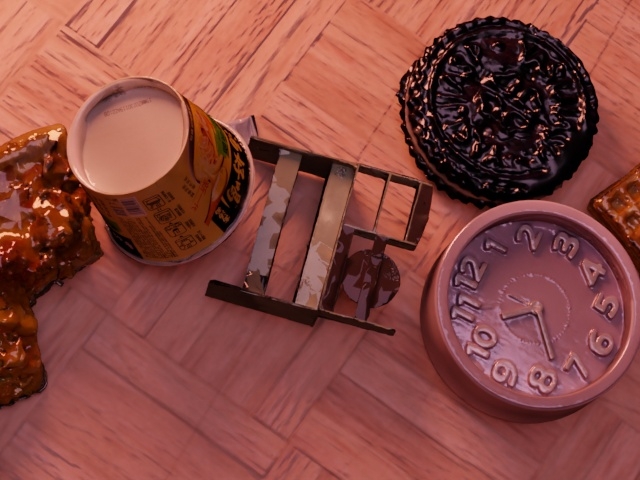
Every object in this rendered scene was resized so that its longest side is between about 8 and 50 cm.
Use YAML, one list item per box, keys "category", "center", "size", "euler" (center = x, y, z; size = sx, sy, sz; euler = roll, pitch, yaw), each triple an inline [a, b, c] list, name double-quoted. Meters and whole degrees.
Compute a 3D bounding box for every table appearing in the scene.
- category: "table"
  center: [0.000, 0.000, 1.570]
  size: [0.175, 0.062, 0.146]
  euler: [16, 72, -3]

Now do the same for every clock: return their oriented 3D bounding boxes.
- category: "clock"
  center: [0.193, 0.065, 1.579]
  size: [0.197, 0.068, 0.196]
  euler: [2, 74, -8]

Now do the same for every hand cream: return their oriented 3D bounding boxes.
- category: "hand cream"
  center: [-0.103, -0.095, 1.608]
  size: [0.093, 0.019, 0.030]
  euler: [-11, 74, -19]

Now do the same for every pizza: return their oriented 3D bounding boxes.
- category: "pizza"
  center: [-0.285, 0.032, 1.505]
  size: [0.161, 0.085, 0.305]
  euler: [24, 73, -2]

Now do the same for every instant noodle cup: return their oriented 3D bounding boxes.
- category: "instant noodle cup"
  center: [-0.144, -0.067, 1.511]
  size: [0.151, 0.122, 0.151]
  euler: [-6, 68, 14]

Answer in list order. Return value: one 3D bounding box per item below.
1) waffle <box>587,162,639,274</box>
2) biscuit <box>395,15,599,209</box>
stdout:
- category: "waffle"
  center: [0.334, -0.006, 1.635]
  size: [0.102, 0.042, 0.148]
  euler: [-36, 82, -18]
- category: "biscuit"
  center: [0.169, -0.121, 1.637]
  size: [0.195, 0.053, 0.194]
  euler: [3, 73, -8]
